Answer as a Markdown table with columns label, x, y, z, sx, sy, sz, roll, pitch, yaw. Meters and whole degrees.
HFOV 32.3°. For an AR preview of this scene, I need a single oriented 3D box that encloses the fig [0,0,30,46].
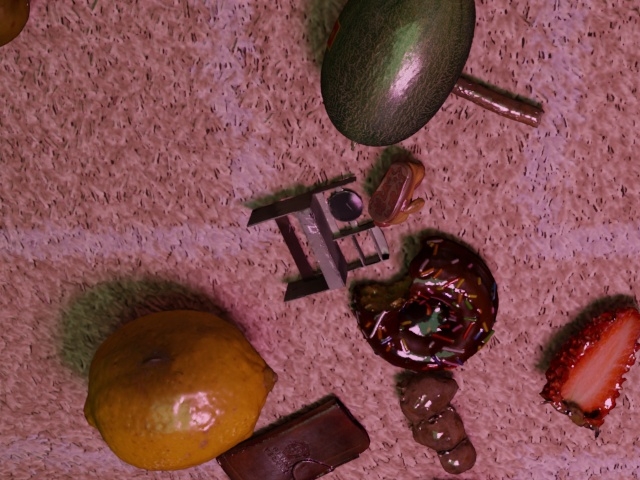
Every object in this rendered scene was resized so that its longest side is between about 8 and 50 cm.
| label | x | y | z | sx | sy | sz | roll | pitch | yaw |
| --- | --- | --- | --- | --- | --- | --- | --- | --- | --- |
| fig | -0.489 | -0.318 | 1.471 | 0.186 | 0.142 | 0.148 | -20 | 90 | 0 |

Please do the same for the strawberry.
| label | x | y | z | sx | sy | sz | roll | pitch | yaw |
| --- | --- | --- | --- | --- | --- | --- | --- | --- | --- |
| strawberry | 0.436 | 0.194 | 1.760 | 0.167 | 0.087 | 0.208 | 35 | 91 | -37 |

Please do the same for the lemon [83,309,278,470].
| label | x | y | z | sx | sy | sz | roll | pitch | yaw |
| --- | --- | --- | --- | --- | --- | --- | --- | --- | --- |
| lemon | -0.218 | 0.228 | 1.712 | 0.310 | 0.253 | 0.253 | -13 | 118 | 8 |

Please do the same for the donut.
| label | x | y | z | sx | sy | sz | roll | pitch | yaw |
| --- | --- | --- | --- | --- | --- | --- | --- | --- | --- |
| donut | 0.165 | 0.115 | 1.709 | 0.230 | 0.096 | 0.216 | -27 | 115 | 17 |

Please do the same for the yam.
| label | x | y | z | sx | sy | sz | roll | pitch | yaw |
| --- | --- | --- | --- | --- | --- | --- | --- | --- | --- |
| yam | 0.248 | -0.197 | 1.564 | 0.145 | 0.032 | 0.032 | 22 | 119 | -8 |

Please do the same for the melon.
| label | x | y | z | sx | sy | sz | roll | pitch | yaw |
| --- | --- | --- | --- | --- | --- | --- | --- | --- | --- |
| melon | 0.095 | -0.239 | 1.461 | 0.182 | 0.182 | 0.288 | 23 | 117 | -10 |

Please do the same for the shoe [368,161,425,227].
| label | x | y | z | sx | sy | sz | roll | pitch | yaw |
| --- | --- | --- | --- | --- | --- | --- | --- | --- | --- |
| shoe | 0.118 | -0.067 | 1.623 | 0.072 | 0.069 | 0.109 | 21 | 113 | 34 |

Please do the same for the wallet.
| label | x | y | z | sx | sy | sz | roll | pitch | yaw |
| --- | --- | --- | --- | --- | --- | --- | --- | --- | --- |
| wallet | -0.042 | 0.366 | 1.902 | 0.255 | 0.031 | 0.137 | -29 | 114 | 18 |

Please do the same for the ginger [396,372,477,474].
| label | x | y | z | sx | sy | sz | roll | pitch | yaw |
| --- | --- | --- | --- | --- | --- | --- | --- | --- | --- |
| ginger | 0.198 | 0.307 | 1.827 | 0.104 | 0.080 | 0.204 | -19 | 115 | 8 |

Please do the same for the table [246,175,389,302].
| label | x | y | z | sx | sy | sz | roll | pitch | yaw |
| --- | --- | --- | --- | --- | --- | --- | --- | --- | --- |
| table | 0.000 | 0.000 | 1.674 | 0.175 | 0.062 | 0.146 | -17 | 117 | 16 |
